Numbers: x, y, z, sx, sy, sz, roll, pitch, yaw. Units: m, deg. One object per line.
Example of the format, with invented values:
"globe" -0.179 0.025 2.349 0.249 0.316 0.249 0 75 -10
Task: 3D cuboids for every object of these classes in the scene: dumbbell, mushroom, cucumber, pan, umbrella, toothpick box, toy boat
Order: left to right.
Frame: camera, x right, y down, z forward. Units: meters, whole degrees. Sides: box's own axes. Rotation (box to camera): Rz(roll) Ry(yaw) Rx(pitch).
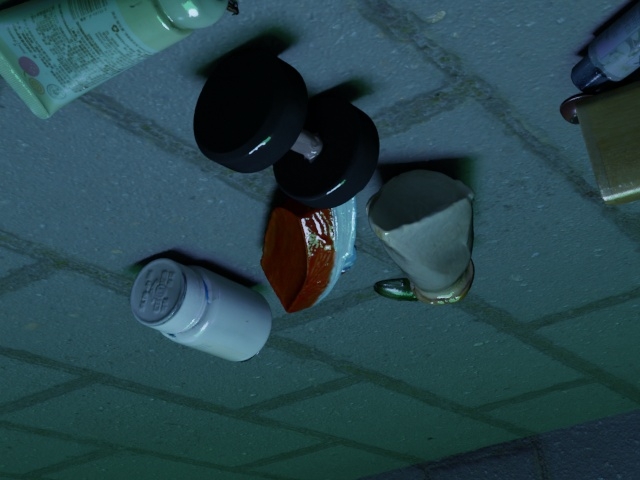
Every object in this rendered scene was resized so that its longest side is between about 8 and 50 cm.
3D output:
"umbrella" -0.117 -0.277 1.251 0.020 0.031 0.083 -46 148 7
"dumbbell" -0.040 -0.139 1.420 0.152 0.152 0.218 -22 151 31
"toy boat" 0.000 0.000 1.768 0.133 0.145 0.332 -24 163 -19
"cucumber" 0.158 0.102 2.148 0.108 0.035 0.067 1 156 -14
"mushroom" 0.179 -0.007 1.798 0.154 0.137 0.407 -51 159 -5
"pan" 0.396 -0.194 1.565 0.068 0.023 0.115 17 147 -40
"toothpick box" 0.511 -0.156 1.430 0.308 0.190 0.187 -18 176 24

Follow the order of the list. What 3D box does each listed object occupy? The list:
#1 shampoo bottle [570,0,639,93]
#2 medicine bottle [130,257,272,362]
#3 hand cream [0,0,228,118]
"shampoo bottle" 0.399 -0.256 1.377 0.072 0.072 0.214 7 152 -28
"medicine bottle" -0.211 0.125 1.971 0.143 0.143 0.258 -20 154 27
"hand cream" -0.244 -0.235 1.222 0.306 0.093 0.147 -18 126 25
